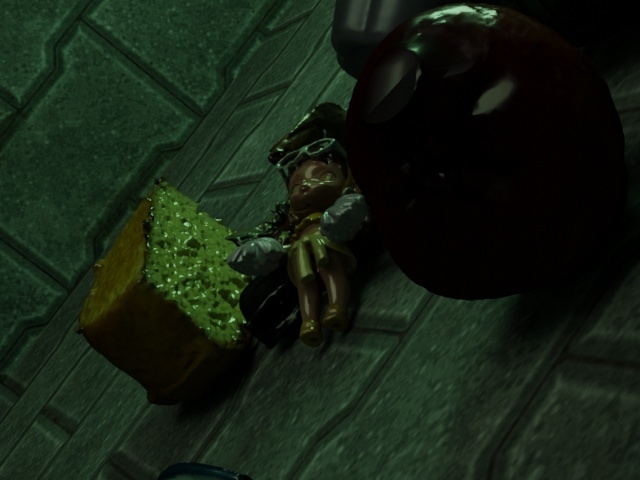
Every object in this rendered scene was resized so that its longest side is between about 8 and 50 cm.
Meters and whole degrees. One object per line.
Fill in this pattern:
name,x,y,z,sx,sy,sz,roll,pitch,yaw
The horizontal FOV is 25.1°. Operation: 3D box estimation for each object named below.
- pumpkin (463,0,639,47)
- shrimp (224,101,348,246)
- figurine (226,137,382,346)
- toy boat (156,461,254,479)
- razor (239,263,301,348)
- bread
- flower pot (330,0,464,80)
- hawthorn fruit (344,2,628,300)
pumpkin,0.239,-0.336,1.345,0.315,0.238,0.315,-35,39,35
shrimp,-0.019,-0.071,1.690,0.253,0.058,0.173,-30,-48,-49
figurine,0.001,-0.001,1.549,0.174,0.116,0.240,-25,33,27
toy boat,-0.103,0.242,1.250,0.062,0.096,0.299,-64,5,-20
razor,-0.050,0.069,1.653,0.090,0.054,0.148,-51,13,4
bread,-0.196,0.083,1.788,0.179,0.194,0.340,-44,20,19
flower pot,0.139,-0.279,1.596,0.243,0.265,0.265,-68,17,-10
hawthorn fruit,0.133,-0.069,1.137,0.210,0.230,0.266,-38,-6,12
